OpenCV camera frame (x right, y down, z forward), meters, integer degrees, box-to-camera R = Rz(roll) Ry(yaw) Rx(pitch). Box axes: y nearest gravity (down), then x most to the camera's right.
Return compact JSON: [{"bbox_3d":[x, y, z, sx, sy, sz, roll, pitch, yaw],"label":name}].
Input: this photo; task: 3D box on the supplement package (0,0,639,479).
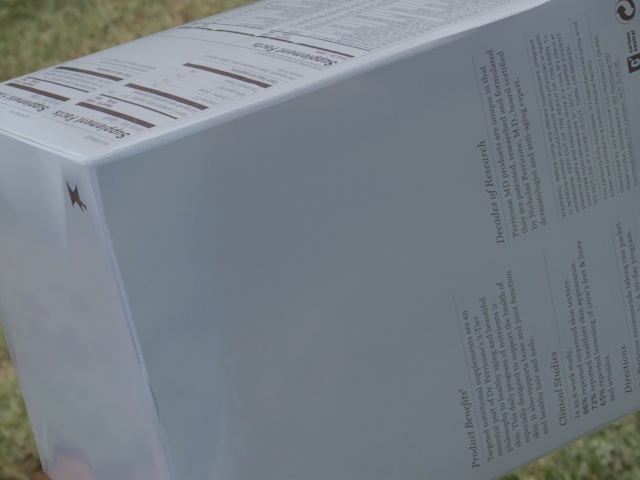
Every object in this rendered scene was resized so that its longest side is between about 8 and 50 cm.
[{"bbox_3d":[0.000,0.000,0.741,0.263,0.199,0.198,-21,20,-24],"label":"supplement package"}]
